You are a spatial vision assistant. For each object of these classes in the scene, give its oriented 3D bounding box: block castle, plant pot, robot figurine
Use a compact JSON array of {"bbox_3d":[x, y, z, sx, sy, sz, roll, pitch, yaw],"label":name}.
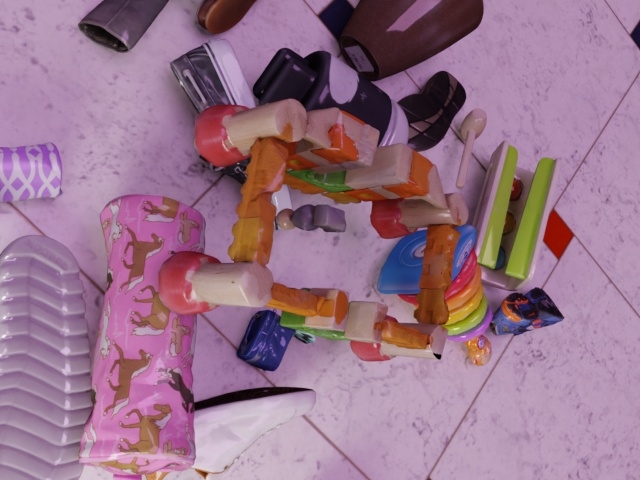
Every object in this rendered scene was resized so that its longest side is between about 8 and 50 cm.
[{"bbox_3d":[0.000,0.000,1.082,0.453,0.213,0.303,21,74,-42],"label":"block castle"},{"bbox_3d":[0.151,-0.413,1.395,0.230,0.215,0.215,-44,104,-14],"label":"plant pot"},{"bbox_3d":[0.021,-0.208,1.259,0.278,0.173,0.209,29,58,-30],"label":"robot figurine"}]

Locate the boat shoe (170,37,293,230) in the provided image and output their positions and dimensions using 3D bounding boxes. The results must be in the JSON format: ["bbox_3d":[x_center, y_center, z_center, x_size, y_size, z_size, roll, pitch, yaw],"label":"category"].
[{"bbox_3d":[-0.147,-0.161,1.222,0.119,0.121,0.335,-24,95,-9],"label":"boat shoe"}]

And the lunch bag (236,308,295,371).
[{"bbox_3d":[-0.091,0.159,1.208,0.065,0.067,0.098,33,67,-22],"label":"lunch bag"}]

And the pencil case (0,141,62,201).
[{"bbox_3d":[-0.465,-0.098,1.030,0.206,0.086,0.088,-6,50,-33],"label":"pencil case"}]

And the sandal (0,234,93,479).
[{"bbox_3d":[-0.401,0.198,1.011,0.169,0.102,0.416,23,57,-41],"label":"sandal"}]

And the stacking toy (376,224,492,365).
[{"bbox_3d":[0.257,0.129,1.389,0.175,0.166,0.302,-53,123,-36],"label":"stacking toy"}]

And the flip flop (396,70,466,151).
[{"bbox_3d":[0.201,-0.249,1.456,0.112,0.080,0.277,49,46,-9],"label":"flip flop"}]

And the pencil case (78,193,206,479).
[{"bbox_3d":[-0.244,0.131,1.025,0.160,0.167,0.386,-7,66,10],"label":"pencil case"}]

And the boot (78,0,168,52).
[{"bbox_3d":[-0.256,-0.382,1.172,0.208,0.190,0.076,-58,152,-32],"label":"boot"}]

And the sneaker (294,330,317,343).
[{"bbox_3d":[-0.013,0.136,1.238,0.038,0.098,0.069,33,77,-6],"label":"sneaker"}]

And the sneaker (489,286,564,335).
[{"bbox_3d":[0.418,0.151,1.508,0.221,0.087,0.083,5,48,-43],"label":"sneaker"}]

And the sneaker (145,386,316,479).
[{"bbox_3d":[-0.139,0.304,1.142,0.290,0.106,0.123,-10,89,-20],"label":"sneaker"}]

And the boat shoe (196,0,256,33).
[{"bbox_3d":[-0.152,-0.436,1.288,0.073,0.073,0.207,30,57,18],"label":"boat shoe"}]

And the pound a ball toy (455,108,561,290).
[{"bbox_3d":[0.347,-0.081,1.493,0.208,0.136,0.319,18,70,0],"label":"pound a ball toy"}]
